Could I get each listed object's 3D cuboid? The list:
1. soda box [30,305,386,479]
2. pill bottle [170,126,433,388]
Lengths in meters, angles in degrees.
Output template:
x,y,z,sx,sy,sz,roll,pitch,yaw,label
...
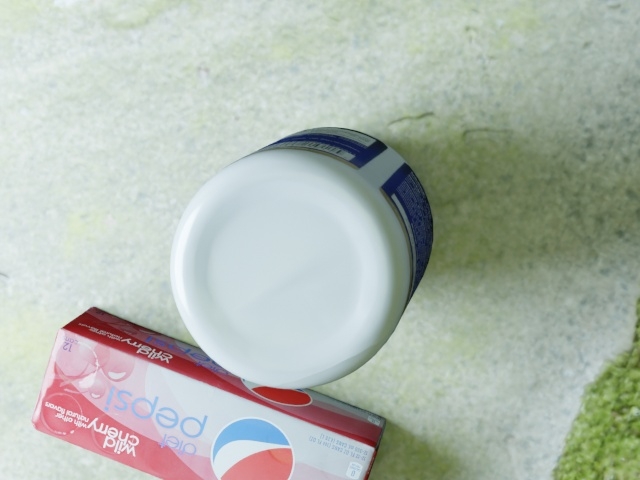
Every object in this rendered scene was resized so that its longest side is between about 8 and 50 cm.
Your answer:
x,y,z,sx,sy,sz,roll,pitch,yaw,label
-0.087,0.143,1.161,0.263,0.083,0.092,20,102,5,soda box
0.000,0.000,1.031,0.153,0.264,0.153,2,99,10,pill bottle
